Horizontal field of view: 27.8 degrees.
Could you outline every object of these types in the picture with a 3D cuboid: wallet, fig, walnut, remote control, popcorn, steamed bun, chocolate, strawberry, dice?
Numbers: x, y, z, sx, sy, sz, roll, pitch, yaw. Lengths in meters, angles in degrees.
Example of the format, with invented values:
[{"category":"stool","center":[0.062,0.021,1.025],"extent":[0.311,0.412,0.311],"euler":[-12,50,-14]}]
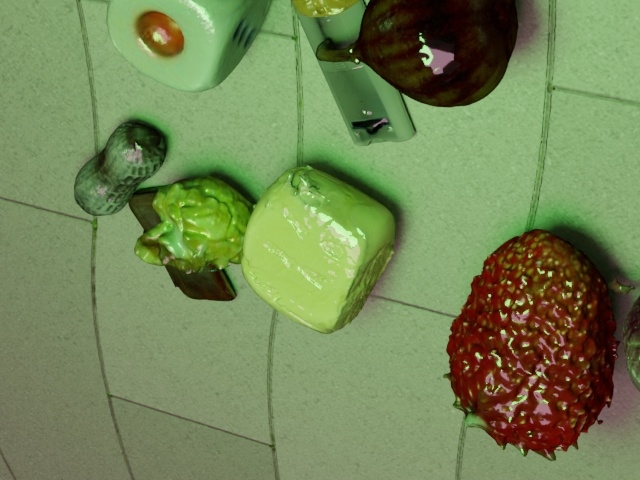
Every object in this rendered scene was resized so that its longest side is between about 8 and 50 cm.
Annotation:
[{"category":"wallet","center":[-0.257,0.010,2.385],"extent":[0.137,0.031,0.255],"euler":[-4,125,33]},{"category":"fig","center":[0.118,-0.275,1.797],"extent":[0.321,0.217,0.217],"euler":[-11,121,45]},{"category":"walnut","center":[0.006,-0.360,1.802],"extent":[0.121,0.091,0.052],"euler":[-4,140,27]},{"category":"remote control","center":[0.038,-0.271,1.946],"extent":[0.109,0.055,0.313],"euler":[-4,125,33]},{"category":"popcorn","center":[-0.215,-0.017,2.216],"extent":[0.198,0.212,0.198],"euler":[55,171,12]},{"category":"steamed bun","center":[0.000,0.000,2.130],"extent":[0.232,0.166,0.273],"euler":[30,125,14]},{"category":"chocolate","center":[-0.357,-0.123,2.277],"extent":[0.110,0.110,0.248],"euler":[41,131,-6]},{"category":"strawberry","center":[0.353,0.158,2.007],"extent":[0.292,0.292,0.343],"euler":[30,122,5]},{"category":"dice","center":[-0.192,-0.350,1.914],"extent":[0.194,0.192,0.193],"euler":[28,137,5]}]

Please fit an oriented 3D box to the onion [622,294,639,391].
[{"category":"onion","center":[0.561,0.216,1.919],"extent":[0.159,0.267,0.348],"euler":[-32,130,8]}]
